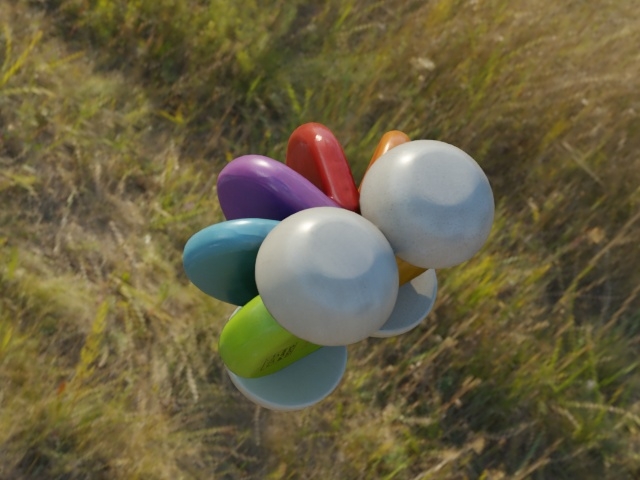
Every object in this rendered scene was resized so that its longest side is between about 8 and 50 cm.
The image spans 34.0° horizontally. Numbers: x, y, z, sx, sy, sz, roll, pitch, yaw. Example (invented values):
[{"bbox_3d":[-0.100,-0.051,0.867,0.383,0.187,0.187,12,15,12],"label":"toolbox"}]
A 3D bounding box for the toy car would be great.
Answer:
[{"bbox_3d":[0.000,0.000,0.605,0.182,0.159,0.136,-35,76,-28],"label":"toy car"}]
